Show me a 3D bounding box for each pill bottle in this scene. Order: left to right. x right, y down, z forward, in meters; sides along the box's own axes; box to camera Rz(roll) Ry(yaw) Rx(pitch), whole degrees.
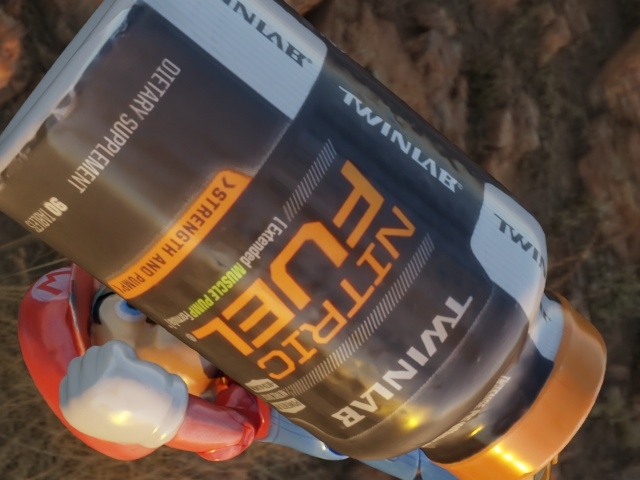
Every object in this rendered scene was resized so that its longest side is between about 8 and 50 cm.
[{"bbox_3d":[0.000,0.000,0.510,0.245,0.130,0.130,37,60,-16],"label":"pill bottle"}]

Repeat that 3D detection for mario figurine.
[{"bbox_3d":[-0.023,0.052,0.717,0.198,0.320,0.170,52,48,-70],"label":"mario figurine"}]
